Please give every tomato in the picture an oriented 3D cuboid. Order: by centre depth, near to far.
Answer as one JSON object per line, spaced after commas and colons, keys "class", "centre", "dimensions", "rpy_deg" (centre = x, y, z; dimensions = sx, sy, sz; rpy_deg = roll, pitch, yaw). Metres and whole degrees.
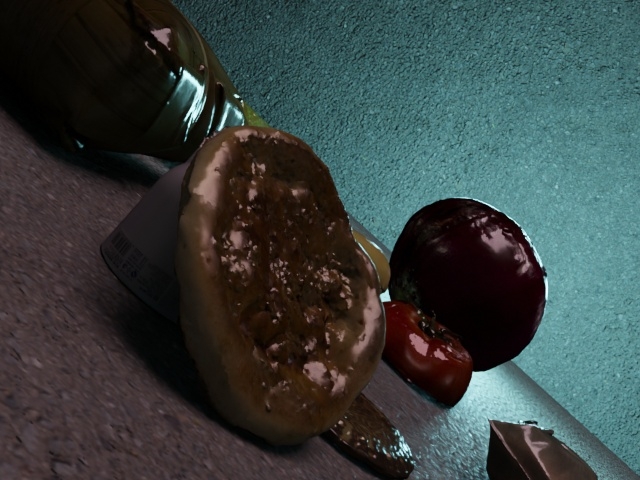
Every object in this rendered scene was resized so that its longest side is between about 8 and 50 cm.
{"class": "tomato", "centre": [0.171, 0.174, 1.460], "dimensions": [0.228, 0.101, 0.228], "rpy_deg": [39, 10, -8]}

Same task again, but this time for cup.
{"class": "cup", "centre": [-0.099, 0.006, 0.844], "dimensions": [0.173, 0.142, 0.134], "rpy_deg": [44, 7, 21]}

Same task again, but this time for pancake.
{"class": "pancake", "centre": [-0.033, 0.033, 0.767], "dimensions": [0.282, 0.049, 0.282], "rpy_deg": [28, 54, -46]}
{"class": "pancake", "centre": [0.026, 0.180, 0.936], "dimensions": [0.199, 0.021, 0.199], "rpy_deg": [40, 7, -6]}

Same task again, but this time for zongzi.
{"class": "zongzi", "centre": [-0.328, -0.289, 1.219], "dimensions": [0.500, 0.218, 0.467], "rpy_deg": [45, 1, 14]}

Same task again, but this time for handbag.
{"class": "handbag", "centre": [0.294, 0.311, 1.191], "dimensions": [0.182, 0.117, 0.270], "rpy_deg": [58, 12, 18]}

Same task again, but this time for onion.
{"class": "onion", "centre": [0.288, 0.099, 1.630], "dimensions": [0.281, 0.337, 0.260], "rpy_deg": [-11, 26, -20]}

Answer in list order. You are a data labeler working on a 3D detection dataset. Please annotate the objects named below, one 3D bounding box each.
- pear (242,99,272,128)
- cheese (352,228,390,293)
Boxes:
{"class": "pear", "centre": [-0.209, -0.184, 1.523], "dimensions": [0.288, 0.139, 0.239], "rpy_deg": [43, 20, -15]}
{"class": "cheese", "centre": [-0.012, 0.003, 1.413], "dimensions": [0.316, 0.128, 0.259], "rpy_deg": [39, 5, -34]}
